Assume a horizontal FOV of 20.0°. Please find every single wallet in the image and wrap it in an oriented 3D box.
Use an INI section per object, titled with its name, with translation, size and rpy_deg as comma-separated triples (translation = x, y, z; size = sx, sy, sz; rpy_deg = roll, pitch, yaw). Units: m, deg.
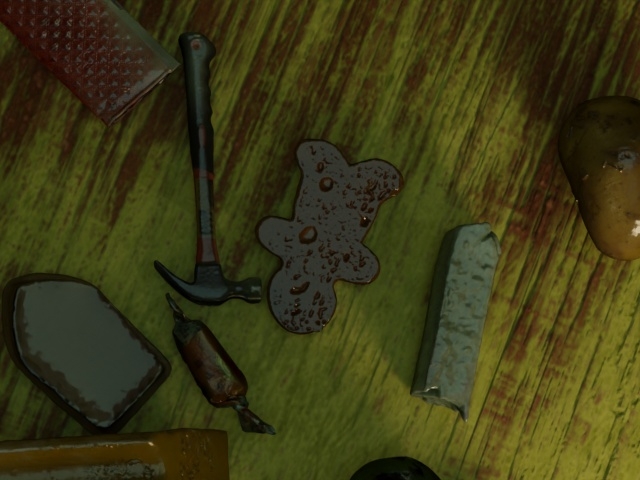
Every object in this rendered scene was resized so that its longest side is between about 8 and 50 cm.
[wallet]
translation = -0.250, -0.216, 1.883
size = 0.196, 0.020, 0.103
rpy_deg = 44, 79, 7

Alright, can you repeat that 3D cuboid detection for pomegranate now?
[pomegranate]
translation = 0.067, 0.289, 1.840
size = 0.122, 0.122, 0.161
rpy_deg = 48, 117, 0

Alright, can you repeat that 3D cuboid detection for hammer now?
[hammer]
translation = -0.122, -0.075, 1.889
size = 0.111, 0.033, 0.287
rpy_deg = -2, 83, -9

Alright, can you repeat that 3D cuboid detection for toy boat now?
[toy boat]
translation = -0.249, 0.104, 1.835
size = 0.188, 0.061, 0.116
rpy_deg = 43, 80, 0

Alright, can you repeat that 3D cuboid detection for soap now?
[soap]
translation = -0.216, 0.231, 1.775
size = 0.258, 0.160, 0.080
rpy_deg = -3, 82, -9

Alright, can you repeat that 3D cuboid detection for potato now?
[potato]
translation = 0.322, -0.070, 1.903
size = 0.137, 0.137, 0.176
rpy_deg = -23, 88, -10

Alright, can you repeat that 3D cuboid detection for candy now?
[candy]
translation = -0.111, 0.132, 1.855
size = 0.046, 0.053, 0.182
rpy_deg = -36, 89, 2

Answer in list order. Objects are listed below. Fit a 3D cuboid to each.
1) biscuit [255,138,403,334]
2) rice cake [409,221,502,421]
[biscuit]
translation = 0.000, 0.000, 1.896
size = 0.138, 0.031, 0.205
rpy_deg = 18, 81, -5
[rice cake]
translation = 0.141, 0.082, 1.889
size = 0.063, 0.069, 0.206
rpy_deg = 14, 84, -8
